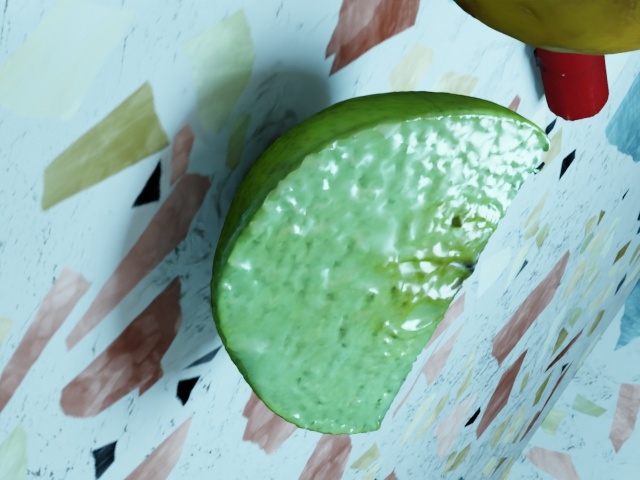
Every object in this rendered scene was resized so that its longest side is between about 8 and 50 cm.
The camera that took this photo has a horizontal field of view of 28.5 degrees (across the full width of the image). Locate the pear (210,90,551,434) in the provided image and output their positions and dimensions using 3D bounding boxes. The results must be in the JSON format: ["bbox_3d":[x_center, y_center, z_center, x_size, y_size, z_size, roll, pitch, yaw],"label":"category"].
[{"bbox_3d":[-0.001,-0.005,0.927,0.239,0.139,0.288,6,119,-50],"label":"pear"}]

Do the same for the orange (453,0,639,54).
[{"bbox_3d":[0.172,-0.244,0.799,0.261,0.261,0.261,-46,155,-28],"label":"orange"}]

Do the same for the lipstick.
[{"bbox_3d":[0.252,-0.200,1.278,0.073,0.073,0.279,-56,158,-6],"label":"lipstick"}]
